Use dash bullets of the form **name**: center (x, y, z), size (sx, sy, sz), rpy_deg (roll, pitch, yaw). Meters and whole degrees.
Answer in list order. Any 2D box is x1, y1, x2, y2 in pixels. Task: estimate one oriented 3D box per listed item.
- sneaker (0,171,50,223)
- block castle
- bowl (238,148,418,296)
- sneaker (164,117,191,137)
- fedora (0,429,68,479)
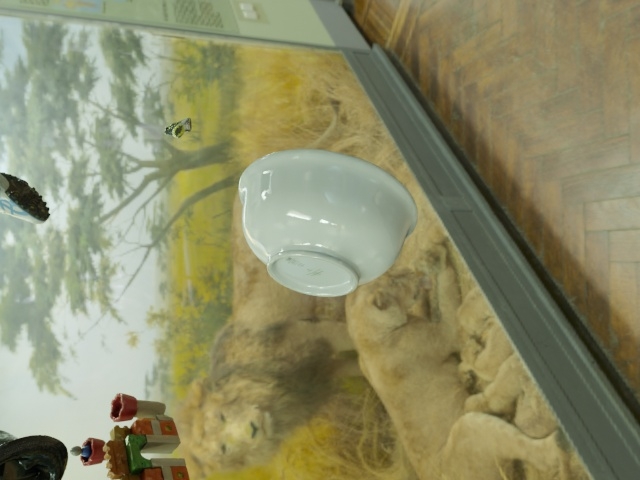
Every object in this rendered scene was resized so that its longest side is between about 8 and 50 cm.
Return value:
- **sneaker**: center (-0.637, -0.093, 1.048), size (0.086, 0.237, 0.085), rpy_deg (-54, 17, 19)
- **block castle**: center (-0.559, 0.696, 1.575), size (0.303, 0.213, 0.453), rpy_deg (-53, 43, 19)
- **bowl**: center (0.000, 0.000, 0.866), size (0.298, 0.298, 0.134), rpy_deg (125, 159, -59)
- **sneaker**: center (-0.298, -0.240, 1.153), size (0.083, 0.035, 0.031), rpy_deg (-61, -22, -61)
- **fedora**: center (-0.741, 0.527, 1.225), size (0.153, 0.334, 0.334), rpy_deg (33, 130, 24)
